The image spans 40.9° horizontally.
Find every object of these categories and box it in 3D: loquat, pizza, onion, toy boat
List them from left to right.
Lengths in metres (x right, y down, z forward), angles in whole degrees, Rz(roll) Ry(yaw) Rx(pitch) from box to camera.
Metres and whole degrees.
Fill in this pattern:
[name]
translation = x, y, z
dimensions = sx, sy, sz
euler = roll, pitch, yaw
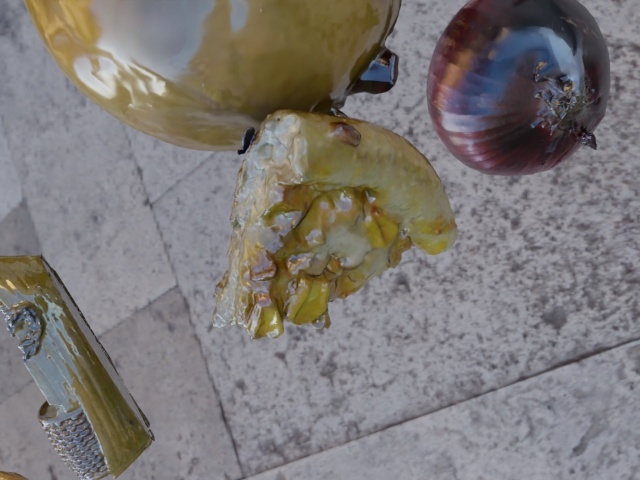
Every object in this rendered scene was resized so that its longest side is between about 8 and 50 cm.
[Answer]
[toy boat]
translation = -0.141, 0.065, 0.455
dimensions = 0.149, 0.049, 0.047
euler = 64, 172, -19
[loquat]
translation = -0.060, -0.167, 0.503
dimensions = 0.193, 0.238, 0.238
euler = -10, 87, 54
[pizza]
translation = 0.000, 0.000, 0.503
dimensions = 0.161, 0.182, 0.062
euler = -41, 56, 1
[onion]
translation = 0.253, -0.228, 1.174
dimensions = 0.285, 0.273, 0.273
euler = 52, 128, 48

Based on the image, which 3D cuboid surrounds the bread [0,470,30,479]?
[bread]
translation = -0.317, 0.257, 0.679
dimensions = 0.210, 0.235, 0.099
euler = 98, 164, -48
